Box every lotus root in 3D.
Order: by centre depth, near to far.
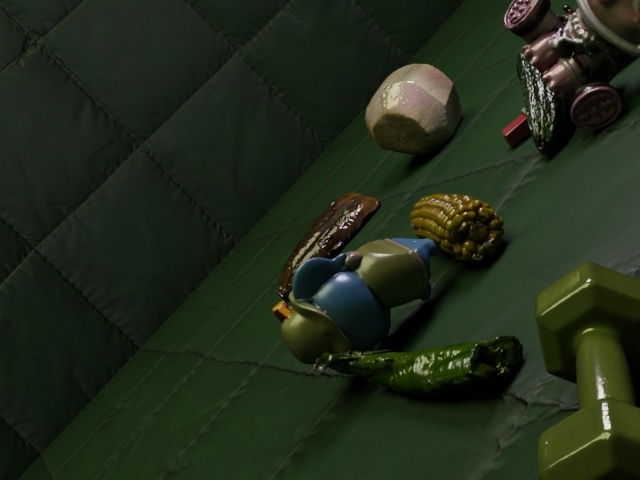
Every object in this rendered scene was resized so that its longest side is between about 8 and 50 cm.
[{"bbox_3d":[-0.001,0.000,2.247,0.329,0.078,0.167,-48,10,-17],"label":"lotus root"}]

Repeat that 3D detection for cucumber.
[{"bbox_3d":[0.380,-0.245,1.638,0.077,0.077,0.265,-38,34,32],"label":"cucumber"}]

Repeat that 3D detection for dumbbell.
[{"bbox_3d":[0.236,0.128,0.798,0.121,0.108,0.302,-39,12,26],"label":"dumbbell"}]

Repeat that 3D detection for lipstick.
[{"bbox_3d":[0.438,-0.269,1.697,0.312,0.051,0.051,-39,15,29],"label":"lipstick"}]

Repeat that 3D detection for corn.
[{"bbox_3d":[0.202,-0.027,1.536,0.102,0.102,0.313,-45,11,-4],"label":"corn"}]

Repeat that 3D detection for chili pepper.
[{"bbox_3d":[0.114,0.162,1.221,0.085,0.076,0.359,-29,6,-31],"label":"chili pepper"}]

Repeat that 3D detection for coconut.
[{"bbox_3d":[0.217,-0.304,2.268,0.237,0.197,0.237,-48,10,12],"label":"coconut"}]

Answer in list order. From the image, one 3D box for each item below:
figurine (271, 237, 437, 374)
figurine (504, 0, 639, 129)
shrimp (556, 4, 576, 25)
[{"bbox_3d":[0.062,0.096,1.442,0.262,0.154,0.180,-19,-39,-22],"label":"figurine"},{"bbox_3d":[0.470,-0.367,1.464,0.211,0.253,0.361,-32,-10,-49],"label":"figurine"},{"bbox_3d":[0.494,-0.367,1.843,0.178,0.075,0.289,-47,24,0],"label":"shrimp"}]
